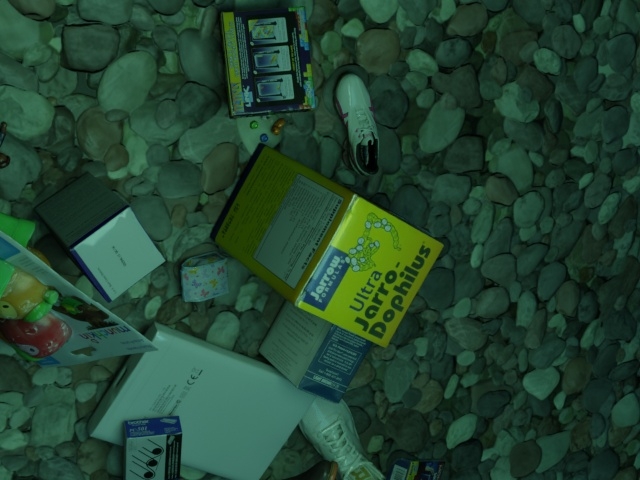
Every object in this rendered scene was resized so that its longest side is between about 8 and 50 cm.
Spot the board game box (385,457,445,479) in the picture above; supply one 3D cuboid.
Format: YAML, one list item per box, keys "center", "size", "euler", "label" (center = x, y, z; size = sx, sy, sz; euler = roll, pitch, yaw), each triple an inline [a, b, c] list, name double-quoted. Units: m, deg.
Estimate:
- center: [0.166, 0.503, 2.103]
  size: [0.194, 0.060, 0.194]
  euler: [19, 88, -58]
  label: "board game box"

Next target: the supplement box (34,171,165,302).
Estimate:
- center: [-0.346, -0.010, 1.716]
  size: [0.114, 0.220, 0.111]
  euler: [-38, 122, -14]
  label: "supplement box"

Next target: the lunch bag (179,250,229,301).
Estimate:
- center: [-0.205, 0.063, 1.916]
  size: [0.083, 0.053, 0.071]
  euler: [-19, 118, -32]
  label: "lunch bag"

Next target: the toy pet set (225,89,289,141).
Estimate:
- center: [-0.077, -0.238, 1.871]
  size: [0.114, 0.065, 0.122]
  euler: [-44, 122, -8]
  label: "toy pet set"

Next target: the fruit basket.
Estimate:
- center: [-0.467, 0.100, 1.648]
  size: [0.353, 0.327, 0.165]
  euler: [47, 51, -29]
  label: "fruit basket"

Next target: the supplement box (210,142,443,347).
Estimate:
- center: [0.000, 0.000, 1.824]
  size: [0.195, 0.356, 0.194]
  euler: [27, 94, -32]
  label: "supplement box"

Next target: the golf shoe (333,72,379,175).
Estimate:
- center: [0.074, -0.204, 1.953]
  size: [0.067, 0.086, 0.186]
  euler: [-20, 114, -20]
  label: "golf shoe"

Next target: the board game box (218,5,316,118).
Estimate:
- center: [-0.087, -0.290, 1.810]
  size: [0.141, 0.048, 0.170]
  euler: [-6, 91, -9]
  label: "board game box"

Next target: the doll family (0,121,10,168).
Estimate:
- center: [-0.544, -0.116, 1.659]
  size: [0.193, 0.076, 0.111]
  euler: [-42, 117, -13]
  label: "doll family"

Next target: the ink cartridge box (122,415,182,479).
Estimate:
- center: [-0.296, 0.400, 1.945]
  size: [0.097, 0.046, 0.207]
  euler: [-3, 126, -16]
  label: "ink cartridge box"

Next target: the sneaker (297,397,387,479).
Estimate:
- center: [0.054, 0.402, 2.106]
  size: [0.108, 0.169, 0.292]
  euler: [-35, 119, -12]
  label: "sneaker"

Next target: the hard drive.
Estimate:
- center: [-0.205, 0.299, 1.979]
  size: [0.353, 0.047, 0.233]
  euler: [25, 106, -32]
  label: "hard drive"

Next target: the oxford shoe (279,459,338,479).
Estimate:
- center: [-0.074, 0.490, 2.067]
  size: [0.098, 0.097, 0.271]
  euler: [38, 113, -13]
  label: "oxford shoe"

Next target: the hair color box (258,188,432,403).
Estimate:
- center: [0.041, 0.098, 1.988]
  size: [0.105, 0.174, 0.347]
  euler: [27, 94, -33]
  label: "hair color box"
